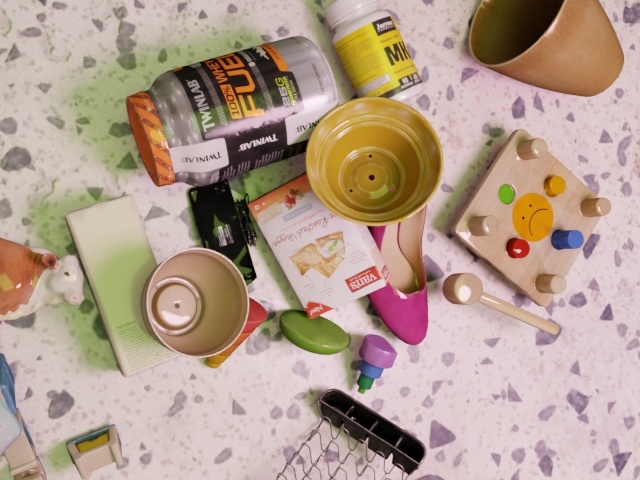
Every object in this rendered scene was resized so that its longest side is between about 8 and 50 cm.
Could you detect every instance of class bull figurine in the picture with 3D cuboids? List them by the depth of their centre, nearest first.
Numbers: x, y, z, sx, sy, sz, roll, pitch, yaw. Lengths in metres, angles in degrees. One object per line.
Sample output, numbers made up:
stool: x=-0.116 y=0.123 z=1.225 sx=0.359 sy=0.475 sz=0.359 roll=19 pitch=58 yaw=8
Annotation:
bull figurine: x=-0.518 y=0.058 z=1.135 sx=0.310 sy=0.101 sz=0.188 roll=27 pitch=74 yaw=-6

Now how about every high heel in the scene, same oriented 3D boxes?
high heel: x=0.155 y=0.001 z=1.318 sx=0.127 sy=0.181 sz=0.377 roll=-22 pitch=94 yaw=-39

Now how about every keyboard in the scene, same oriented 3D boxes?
keyboard: x=-0.158 y=-0.009 z=1.305 sx=0.100 sy=0.038 sz=0.192 roll=-16 pitch=85 yaw=-9

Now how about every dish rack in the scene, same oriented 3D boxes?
dish rack: x=0.026 y=0.403 z=1.246 sx=0.208 sy=0.074 sz=0.271 roll=28 pitch=52 yaw=20

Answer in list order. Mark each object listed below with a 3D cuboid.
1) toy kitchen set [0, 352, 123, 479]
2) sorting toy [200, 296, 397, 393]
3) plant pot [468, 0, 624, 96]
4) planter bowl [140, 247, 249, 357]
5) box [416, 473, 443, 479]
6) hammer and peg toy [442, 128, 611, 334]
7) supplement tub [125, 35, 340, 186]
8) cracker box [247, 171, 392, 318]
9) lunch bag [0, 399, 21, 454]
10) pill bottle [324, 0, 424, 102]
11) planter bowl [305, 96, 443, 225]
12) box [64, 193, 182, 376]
toy kitchen set: x=-0.422 y=0.271 z=1.176 sx=0.166 sy=0.122 sz=0.207 roll=-20 pitch=114 yaw=-19
sorting toy: x=-0.052 y=0.195 z=1.304 sx=0.365 sy=0.127 sz=0.126 roll=17 pitch=106 yaw=-15
plant pot: x=0.458 y=-0.383 z=1.443 sx=0.254 sy=0.237 sz=0.237 roll=25 pitch=80 yaw=-31
planter bowl: x=-0.206 y=0.097 z=1.146 sx=0.162 sy=0.109 sz=0.162 roll=5 pitch=80 yaw=-32
box: x=0.140 y=0.540 z=1.319 sx=0.247 sy=0.142 sz=0.163 roll=-16 pitch=91 yaw=-20
hammer and peg toy: x=0.378 y=0.004 z=1.432 sx=0.266 sy=0.127 sz=0.361 roll=37 pitch=77 yaw=-15
supplement tub: x=-0.143 y=-0.206 z=1.232 sx=0.316 sy=0.193 sz=0.194 roll=-21 pitch=94 yaw=-18
cracker box: x=0.000 y=0.000 z=1.295 sx=0.155 sy=0.067 sz=0.232 roll=-27 pitch=98 yaw=21
lunch bag: x=-0.561 y=0.250 z=1.034 sx=0.224 sy=0.279 sz=0.108 roll=50 pitch=39 yaw=-11
pill bottle: x=0.094 y=-0.340 z=1.356 sx=0.119 sy=0.119 sz=0.208 roll=-29 pitch=97 yaw=-18
planter bowl: x=0.085 y=-0.115 z=1.213 sx=0.217 sy=0.090 sz=0.217 roll=0 pitch=75 yaw=0
box: x=-0.315 y=0.073 z=1.213 sx=0.113 sy=0.094 sz=0.275 roll=-19 pitch=93 yaw=-19
